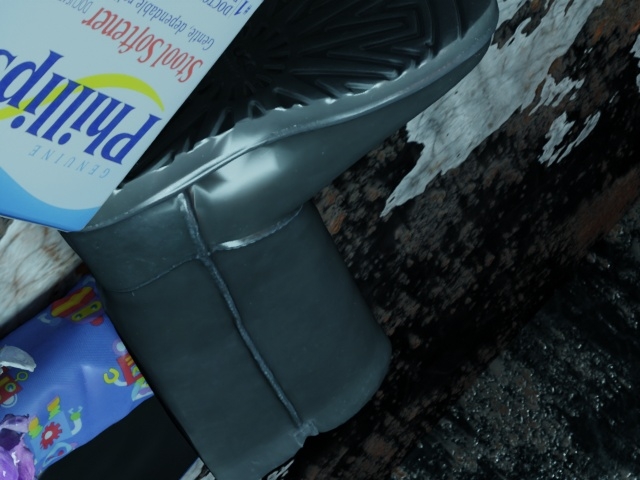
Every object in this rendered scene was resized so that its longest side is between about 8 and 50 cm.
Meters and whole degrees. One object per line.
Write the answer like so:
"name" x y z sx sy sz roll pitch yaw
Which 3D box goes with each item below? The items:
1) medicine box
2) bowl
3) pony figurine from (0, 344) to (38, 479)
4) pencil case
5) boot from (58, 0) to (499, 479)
"medicine box" -0.166 -0.170 1.009 0.289 0.149 0.263 -52 160 7
"bowl" -0.223 0.206 1.717 0.391 0.077 0.391 -42 160 -20
"pony figurine" -0.289 0.173 1.149 0.351 0.303 0.363 -42 119 8
"pencil case" -0.270 0.161 1.457 0.306 0.119 0.133 -39 142 -22
"boot" -0.002 0.001 1.349 0.367 0.146 0.445 -23 141 -1
